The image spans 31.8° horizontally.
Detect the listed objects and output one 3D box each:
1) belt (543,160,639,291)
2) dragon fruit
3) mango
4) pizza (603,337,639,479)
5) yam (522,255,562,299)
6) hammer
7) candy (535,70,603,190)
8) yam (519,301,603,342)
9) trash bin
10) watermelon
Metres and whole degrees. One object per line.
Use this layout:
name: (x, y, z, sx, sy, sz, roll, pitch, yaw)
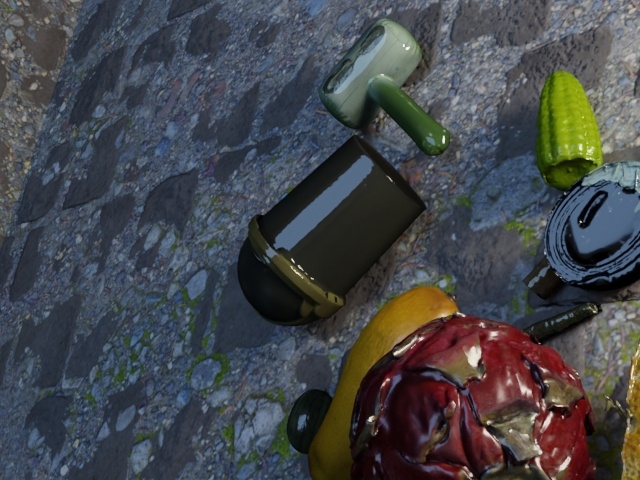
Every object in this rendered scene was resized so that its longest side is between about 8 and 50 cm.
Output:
belt: (0.394, -0.022, 1.509, 0.198, 0.078, 0.151, -43, 64, 17)
dragon fruit: (0.184, 0.246, 1.416, 0.329, 0.329, 0.329, -28, 46, 34)
mango: (0.099, 0.230, 1.658, 0.359, 0.144, 0.187, -63, 24, 4)
pizza: (0.447, 0.221, 1.323, 0.280, 0.075, 0.288, -32, 42, 25)
yam: (0.411, -0.046, 1.572, 0.327, 0.045, 0.045, -48, 8, 12)
hammer: (0.138, -0.244, 1.980, 0.206, 0.119, 0.335, -50, 44, 12)
candy: (0.365, -0.172, 1.674, 0.096, 0.097, 0.209, -28, 44, 35)
yam: (0.331, 0.113, 1.564, 0.129, 0.027, 0.033, -32, 45, 30)
trash bin: (0.000, 0.000, 1.874, 0.334, 0.214, 0.214, -43, 39, 12)
watermelon: (-0.013, 0.287, 1.795, 0.078, 0.078, 0.111, -8, 56, 46)
